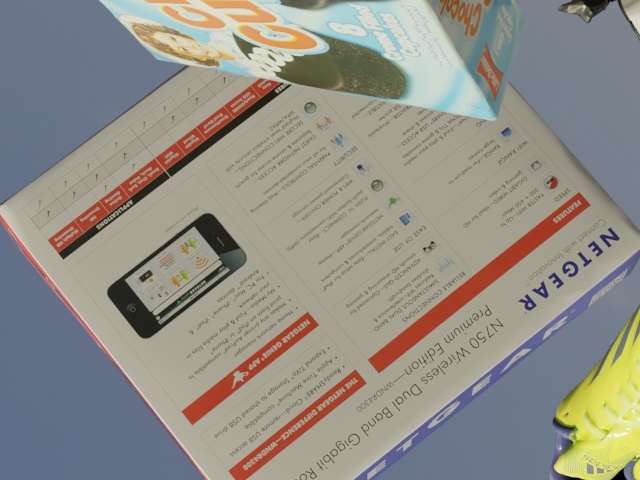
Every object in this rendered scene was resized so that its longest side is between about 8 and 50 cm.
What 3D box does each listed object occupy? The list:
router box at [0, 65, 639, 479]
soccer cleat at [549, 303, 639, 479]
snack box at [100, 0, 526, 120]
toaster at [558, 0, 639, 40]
[{"bbox_3d":[0.000,0.000,1.261,0.301,0.335,0.082,51,171,13],"label":"router box"},{"bbox_3d":[0.186,0.090,1.001,0.093,0.121,0.289,50,168,16],"label":"soccer cleat"},{"bbox_3d":[-0.042,-0.146,0.748,0.322,0.187,0.060,44,-119,-64],"label":"snack box"},{"bbox_3d":[0.245,-0.108,0.853,0.186,0.110,0.168,-38,-88,-18],"label":"toaster"}]
